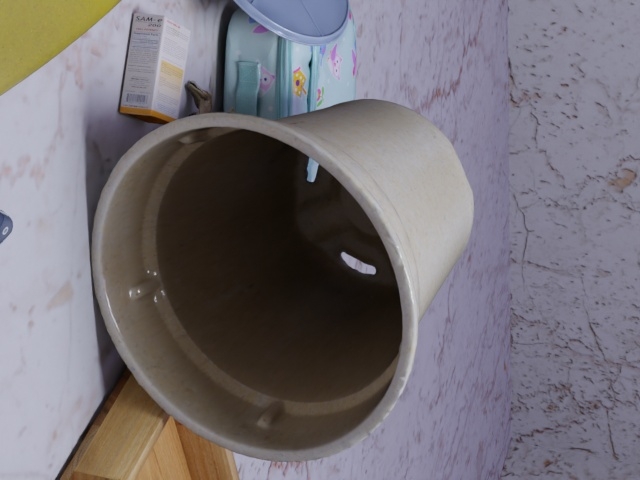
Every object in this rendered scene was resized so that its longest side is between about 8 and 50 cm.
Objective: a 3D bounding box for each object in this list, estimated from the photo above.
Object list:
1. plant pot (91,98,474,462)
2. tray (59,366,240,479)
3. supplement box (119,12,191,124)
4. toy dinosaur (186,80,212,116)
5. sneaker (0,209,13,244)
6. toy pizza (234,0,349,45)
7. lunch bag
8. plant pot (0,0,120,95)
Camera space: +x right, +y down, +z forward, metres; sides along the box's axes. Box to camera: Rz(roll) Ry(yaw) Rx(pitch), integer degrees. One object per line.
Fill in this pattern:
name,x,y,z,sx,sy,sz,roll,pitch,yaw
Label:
plant pot,0.000,0.000,1.264,0.305,0.334,0.333,-35,131,-56
tray,-0.159,0.317,1.386,0.202,0.076,0.410,-64,155,-44
supplement box,-0.161,-0.166,1.247,0.062,0.036,0.098,16,83,-71
toy dinosaur,-0.127,-0.075,1.359,0.092,0.053,0.183,-36,131,-67
sneaker,-0.271,0.063,0.934,0.226,0.086,0.163,75,32,-47
toy pizza,-0.052,-0.289,1.378,0.201,0.032,0.201,25,47,-30
lunch bag,-0.037,-0.145,1.510,0.224,0.108,0.279,-37,132,-65
plant pot,-0.270,-0.164,0.696,0.187,0.212,0.212,-58,152,-24
